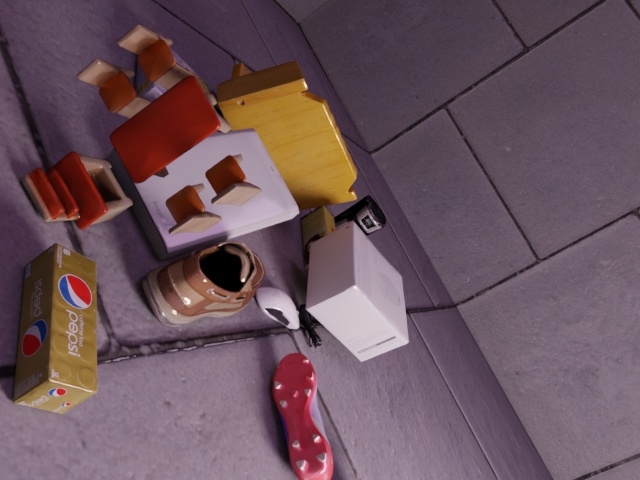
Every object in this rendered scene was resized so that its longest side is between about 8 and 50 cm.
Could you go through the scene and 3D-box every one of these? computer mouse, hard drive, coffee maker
[{"bbox_3d":[-0.063,0.150,1.193,0.193,0.042,0.106,40,26,-45],"label":"computer mouse"},{"bbox_3d":[-0.198,-0.098,1.036,0.307,0.040,0.203,-20,78,-46],"label":"hard drive"},{"bbox_3d":[0.101,-0.059,1.756,0.120,0.178,0.171,46,21,-36],"label":"coffee maker"}]

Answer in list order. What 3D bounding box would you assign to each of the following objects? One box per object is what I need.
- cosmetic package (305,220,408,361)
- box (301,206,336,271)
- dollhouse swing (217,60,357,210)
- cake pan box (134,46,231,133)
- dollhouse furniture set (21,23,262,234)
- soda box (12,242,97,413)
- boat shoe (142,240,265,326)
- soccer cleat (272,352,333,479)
[{"bbox_3d":[0.086,0.120,1.338,0.224,0.138,0.224,49,27,-30],"label":"cosmetic package"},{"bbox_3d":[0.000,0.000,1.542,0.058,0.087,0.232,47,20,-31],"label":"box"},{"bbox_3d":[-0.067,-0.303,1.456,0.305,0.315,0.347,-74,146,-44],"label":"dollhouse swing"},{"bbox_3d":[-0.298,-0.299,1.279,0.267,0.070,0.245,44,24,-40],"label":"cake pan box"},{"bbox_3d":[-0.254,-0.120,0.775,0.262,0.259,0.135,59,15,4],"label":"dollhouse furniture set"},{"bbox_3d":[-0.294,0.096,0.639,0.061,0.058,0.181,38,27,-47],"label":"soda box"},{"bbox_3d":[-0.159,0.062,0.959,0.123,0.116,0.324,59,18,2],"label":"boat shoe"},{"bbox_3d":[-0.031,0.309,0.985,0.248,0.083,0.095,-109,-172,-48],"label":"soccer cleat"}]
